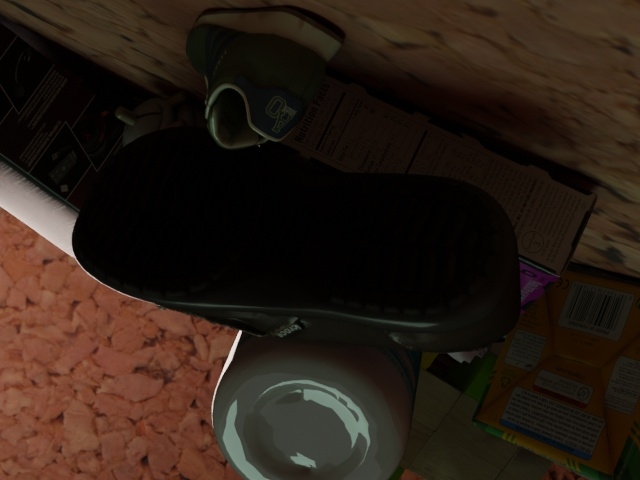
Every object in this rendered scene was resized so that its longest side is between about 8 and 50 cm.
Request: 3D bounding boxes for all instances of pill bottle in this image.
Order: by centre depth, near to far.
[{"bbox_3d":[0.010,0.079,1.074,0.146,0.146,0.264,24,-151,-2],"label":"pill bottle"}]

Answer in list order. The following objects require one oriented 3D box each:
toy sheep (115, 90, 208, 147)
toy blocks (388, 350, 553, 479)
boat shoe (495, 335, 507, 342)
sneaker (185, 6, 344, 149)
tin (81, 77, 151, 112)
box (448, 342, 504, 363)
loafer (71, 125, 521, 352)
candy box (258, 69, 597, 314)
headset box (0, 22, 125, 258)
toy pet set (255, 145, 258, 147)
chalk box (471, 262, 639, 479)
[{"bbox_3d":[-0.141,-0.097,1.274,0.132,0.091,0.091,34,168,-39],"label":"toy sheep"},{"bbox_3d":[0.071,0.145,1.437,0.381,0.190,0.261,32,-174,-26],"label":"toy blocks"},{"bbox_3d":[0.132,0.036,1.260,0.096,0.112,0.335,16,174,22],"label":"boat shoe"},{"bbox_3d":[-0.057,-0.104,0.909,0.064,0.086,0.192,27,172,-26],"label":"sneaker"},{"bbox_3d":[-0.167,-0.117,1.406,0.190,0.040,0.106,24,169,3],"label":"tin"},{"bbox_3d":[0.159,0.131,1.667,0.290,0.087,0.169,12,129,54],"label":"box"},{"bbox_3d":[-0.022,0.020,0.930,0.366,0.133,0.130,14,160,36],"label":"loafer"},{"bbox_3d":[0.071,-0.034,1.001,0.233,0.071,0.159,26,168,5],"label":"candy box"},{"bbox_3d":[-0.288,-0.094,1.376,0.293,0.110,0.218,38,162,-19],"label":"headset box"},{"bbox_3d":[-0.071,-0.045,1.288,0.065,0.122,0.114,49,-157,5],"label":"toy pet set"},{"bbox_3d":[0.321,0.162,1.295,0.289,0.179,0.180,30,171,-40],"label":"chalk box"}]
